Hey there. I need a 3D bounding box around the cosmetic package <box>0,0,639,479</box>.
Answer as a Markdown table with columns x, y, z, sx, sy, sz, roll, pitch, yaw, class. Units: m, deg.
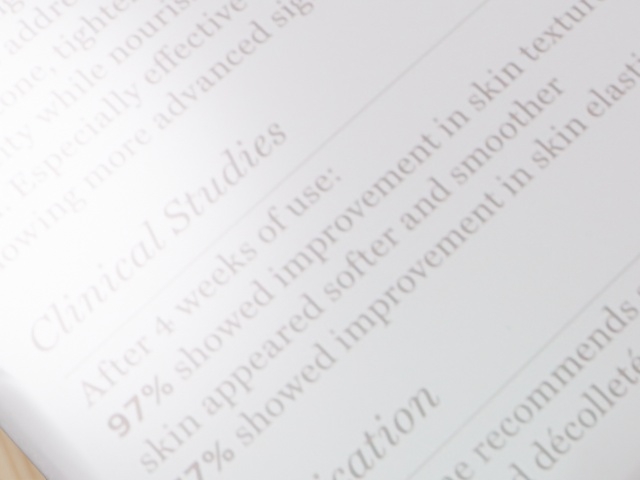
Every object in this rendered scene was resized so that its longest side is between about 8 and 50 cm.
| x | y | z | sx | sy | sz | roll | pitch | yaw | class |
| --- | --- | --- | --- | --- | --- | --- | --- | --- | --- |
| 0.000 | 0.000 | 0.697 | 0.329 | 0.327 | 0.394 | -41 | 73 | -11 | cosmetic package |
